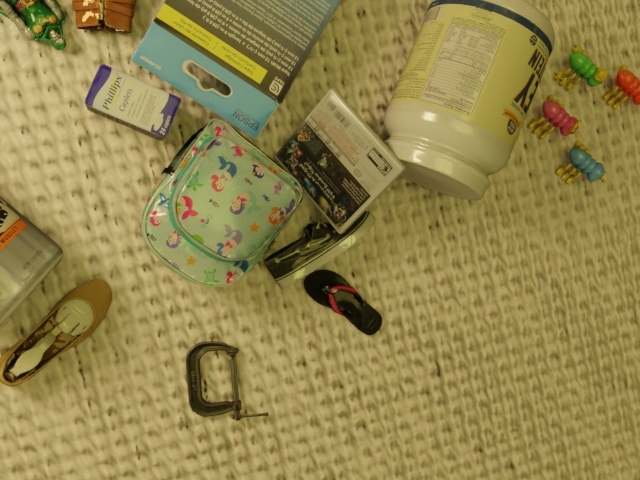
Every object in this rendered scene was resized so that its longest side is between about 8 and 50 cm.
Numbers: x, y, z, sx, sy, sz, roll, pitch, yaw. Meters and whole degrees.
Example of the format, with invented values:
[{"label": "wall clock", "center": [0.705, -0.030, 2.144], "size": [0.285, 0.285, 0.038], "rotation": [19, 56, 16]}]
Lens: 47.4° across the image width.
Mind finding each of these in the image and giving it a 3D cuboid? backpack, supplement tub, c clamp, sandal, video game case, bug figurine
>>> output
[{"label": "backpack", "center": [-0.173, -0.049, 1.227], "size": [0.225, 0.191, 0.253], "rotation": [39, 88, -15]}, {"label": "supplement tub", "center": [0.254, -0.258, 1.302], "size": [0.235, 0.235, 0.324], "rotation": [23, 87, -16]}, {"label": "c clamp", "center": [-0.175, 0.256, 1.326], "size": [0.137, 0.022, 0.160], "rotation": [-10, 98, -10]}, {"label": "sandal", "center": [0.049, 0.115, 1.367], "size": [0.179, 0.040, 0.067], "rotation": [37, 83, -15]}, {"label": "video game case", "center": [0.030, -0.136, 1.271], "size": [0.190, 0.022, 0.173], "rotation": [50, 120, 10]}, {"label": "bug figurine", "center": [0.549, -0.260, 1.469], "size": [0.216, 0.072, 0.279], "rotation": [33, 85, -15]}, {"label": "supplement tub", "center": [-0.574, -0.013, 1.105], "size": [0.316, 0.193, 0.193], "rotation": [42, 82, -14]}]

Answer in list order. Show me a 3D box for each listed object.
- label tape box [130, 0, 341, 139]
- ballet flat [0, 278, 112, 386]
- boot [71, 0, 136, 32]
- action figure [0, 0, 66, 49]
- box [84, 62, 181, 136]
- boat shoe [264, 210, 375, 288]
[{"label": "label tape box", "center": [-0.130, -0.383, 1.252], "size": [0.249, 0.115, 0.347], "rotation": [31, 88, -15]}, {"label": "ballet flat", "center": [-0.439, 0.159, 1.216], "size": [0.232, 0.073, 0.080], "rotation": [-46, 104, -9]}, {"label": "boot", "center": [-0.320, -0.425, 1.217], "size": [0.197, 0.073, 0.152], "rotation": [-2, 93, -4]}, {"label": "action figure", "center": [-0.492, -0.407, 1.176], "size": [0.137, 0.063, 0.232], "rotation": [-42, 107, -13]}, {"label": "box", "center": [-0.309, -0.225, 1.201], "size": [0.137, 0.126, 0.072], "rotation": [22, 89, -16]}, {"label": "boat shoe", "center": [0.000, 0.000, 1.328], "size": [0.219, 0.078, 0.070], "rotation": [-35, 103, -9]}]
